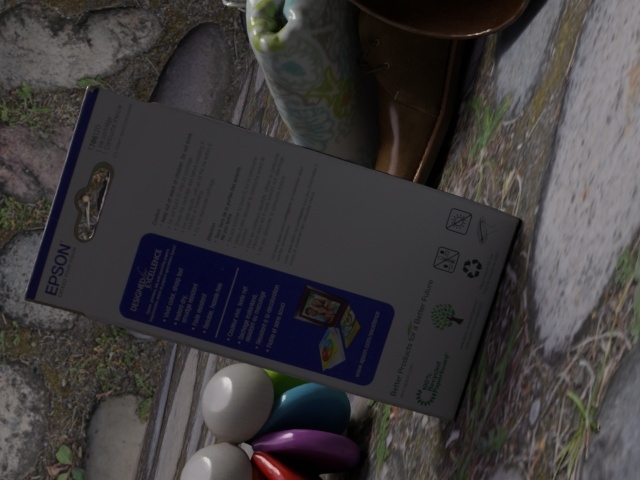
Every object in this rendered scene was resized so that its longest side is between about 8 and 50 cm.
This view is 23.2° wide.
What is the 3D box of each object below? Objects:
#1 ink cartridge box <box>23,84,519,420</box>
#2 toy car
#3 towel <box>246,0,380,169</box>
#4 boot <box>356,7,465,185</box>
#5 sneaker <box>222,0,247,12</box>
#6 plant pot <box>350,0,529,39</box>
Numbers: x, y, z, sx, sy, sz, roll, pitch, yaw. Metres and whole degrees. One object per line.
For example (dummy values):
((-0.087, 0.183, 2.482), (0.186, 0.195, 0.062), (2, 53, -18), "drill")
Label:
((-0.035, 0.009, 1.144), (0.065, 0.333, 0.165), (-142, 71, -76), "ink cartridge box")
((-0.028, 0.200, 1.412), (0.136, 0.159, 0.182), (-2, 67, 43), "toy car")
((0.025, -0.261, 1.575), (0.320, 0.090, 0.374), (59, -141, -58), "towel")
((0.074, -0.158, 1.474), (0.112, 0.115, 0.305), (-176, 101, -77), "boot")
((-0.039, -0.247, 1.678), (0.292, 0.108, 0.169), (-22, -69, -51), "sneaker")
((0.119, -0.329, 1.329), (0.230, 0.215, 0.215), (-63, 4, -28), "plant pot")
